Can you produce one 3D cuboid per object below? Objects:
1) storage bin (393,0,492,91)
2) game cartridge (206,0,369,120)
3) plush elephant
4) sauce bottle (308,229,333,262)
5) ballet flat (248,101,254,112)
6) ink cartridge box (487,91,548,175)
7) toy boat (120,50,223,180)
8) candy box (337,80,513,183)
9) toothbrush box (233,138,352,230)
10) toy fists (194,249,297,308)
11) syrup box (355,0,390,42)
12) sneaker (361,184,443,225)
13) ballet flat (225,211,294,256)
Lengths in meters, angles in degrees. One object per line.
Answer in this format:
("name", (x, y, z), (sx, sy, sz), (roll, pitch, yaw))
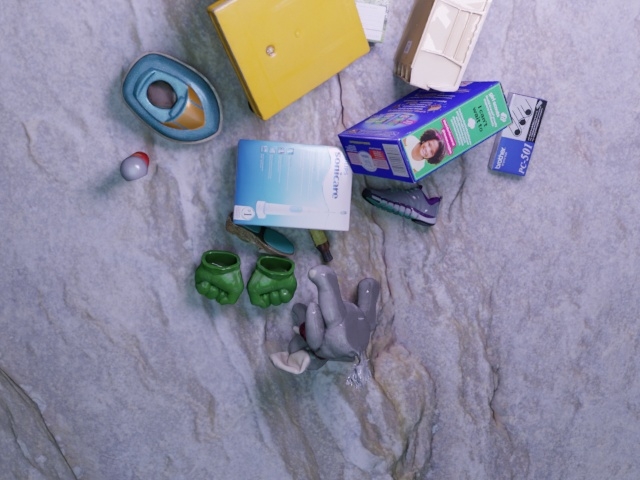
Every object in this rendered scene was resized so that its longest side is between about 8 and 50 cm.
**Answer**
("storage bin", (0.282, -0.494, 1.694), (0.123, 0.262, 0.260), (17, 107, -9))
("game cartridge", (-0.061, -0.470, 1.598), (0.324, 0.053, 0.285), (-36, 130, -15))
("plush elephant", (0.008, 0.253, 1.956), (0.255, 0.272, 0.330), (-16, 75, 38))
("sauce bottle", (0.000, 0.000, 1.956), (0.042, 0.042, 0.128), (-21, 107, 3))
("ballet flat", (-0.116, -0.393, 1.819), (0.173, 0.049, 0.057), (-42, 64, 8))
("ink cartridge box", (0.524, -0.282, 1.900), (0.097, 0.046, 0.207), (10, 108, -7))
("toy boat", (-0.394, -0.289, 1.769), (0.267, 0.148, 0.318), (30, 104, -14))
("candy box", (0.248, -0.269, 1.713), (0.317, 0.268, 0.122), (-33, 114, -20))
("toothbrush box", (-0.071, -0.139, 1.832), (0.295, 0.126, 0.216), (3, 91, -5))
("toy fists", (-0.203, 0.116, 1.941), (0.279, 0.096, 0.142), (5, 131, -8))
("syrup box", (0.122, -0.607, 1.730), (0.093, 0.096, 0.237), (6, 108, -7))
("sneaker", (0.221, -0.117, 1.929), (0.224, 0.083, 0.098), (21, 85, -16))
("ballet flat", (-0.168, -0.008, 1.937), (0.206, 0.073, 0.067), (33, 129, -11))
